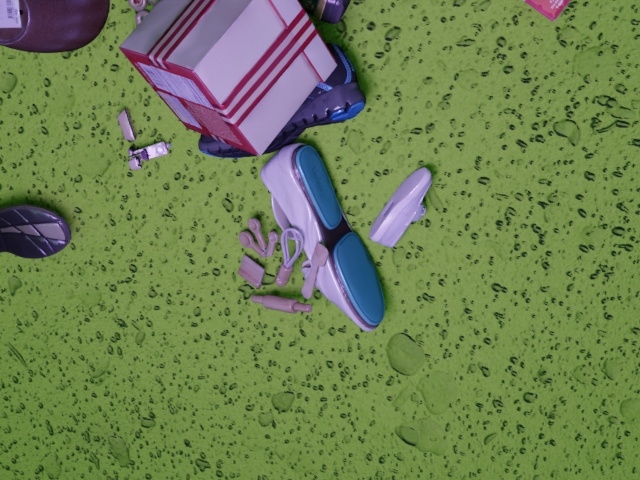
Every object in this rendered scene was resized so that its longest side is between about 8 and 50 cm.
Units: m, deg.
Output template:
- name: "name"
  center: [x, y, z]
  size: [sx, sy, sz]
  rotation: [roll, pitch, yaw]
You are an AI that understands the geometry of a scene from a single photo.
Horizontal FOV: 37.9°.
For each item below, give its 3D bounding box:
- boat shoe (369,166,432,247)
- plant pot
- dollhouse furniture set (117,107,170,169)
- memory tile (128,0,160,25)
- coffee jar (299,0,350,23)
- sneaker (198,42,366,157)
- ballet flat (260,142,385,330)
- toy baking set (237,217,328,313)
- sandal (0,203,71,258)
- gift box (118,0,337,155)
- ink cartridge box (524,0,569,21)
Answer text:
- name: "boat shoe"
  center: [0.168, -0.059, 1.804]
  size: [0.063, 0.066, 0.184]
  rotation: [28, 112, -18]
- name: "plant pot"
  center: [-0.522, -0.428, 1.677]
  size: [0.215, 0.230, 0.215]
  rotation: [3, 112, 8]
- name: "dollhouse furniture set"
  center: [-0.346, -0.208, 1.826]
  size: [0.081, 0.091, 0.114]
  rotation: [-17, 106, -1]
- name: "memory tile"
  center: [-0.282, -0.429, 1.754]
  size: [0.148, 0.012, 0.113]
  rotation: [-12, 110, 13]
- name: "coffee jar"
  center: [-0.033, -0.457, 1.654]
  size: [0.184, 0.096, 0.079]
  rotation: [22, 145, -1]
- name: "sneaker"
  center: [-0.083, -0.253, 1.755]
  size: [0.341, 0.125, 0.140]
  rotation: [-19, 82, 17]
- name: "ballet flat"
  center: [0.000, 0.000, 1.834]
  size: [0.139, 0.139, 0.400]
  rotation: [-21, 103, 17]
- name: "toy baking set"
  center: [-0.082, 0.057, 1.838]
  size: [0.256, 0.030, 0.197]
  rotation: [12, 122, 40]
- name: "sandal"
  center: [-0.647, -0.028, 1.946]
  size: [0.303, 0.086, 0.120]
  rotation: [-3, 118, 26]
- name: "gift box"
  center: [-0.163, -0.340, 1.590]
  size: [0.276, 0.258, 0.255]
  rotation: [28, 163, 37]
- name: "ink cartridge box"
  center: [0.339, -0.530, 1.553]
  size: [0.273, 0.114, 0.197]
  rotation: [35, 113, -4]
